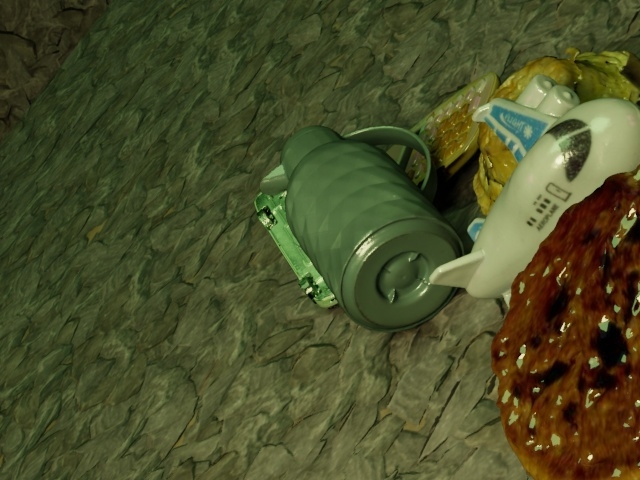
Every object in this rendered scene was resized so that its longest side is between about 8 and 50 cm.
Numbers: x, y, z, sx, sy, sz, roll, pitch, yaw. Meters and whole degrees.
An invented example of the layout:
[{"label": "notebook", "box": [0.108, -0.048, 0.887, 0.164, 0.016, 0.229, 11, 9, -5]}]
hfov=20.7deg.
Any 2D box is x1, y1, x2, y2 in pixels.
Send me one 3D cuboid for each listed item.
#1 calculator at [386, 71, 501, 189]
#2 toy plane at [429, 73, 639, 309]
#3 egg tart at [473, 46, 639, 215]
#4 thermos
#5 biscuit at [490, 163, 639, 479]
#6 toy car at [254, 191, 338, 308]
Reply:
[{"label": "calculator", "box": [0.133, -0.104, 2.024, 0.236, 0.033, 0.157, -38, 22, 48]}, {"label": "toy plane", "box": [0.220, -0.034, 1.683, 0.267, 0.123, 0.266, -9, 78, 50]}, {"label": "egg tart", "box": [0.244, -0.116, 1.834, 0.241, 0.106, 0.241, -36, 29, 24]}, {"label": "thermos", "box": [0.051, -0.039, 1.911, 0.182, 0.145, 0.286, -27, 38, -4]}, {"label": "biscuit", "box": [0.282, 0.069, 1.481, 0.334, 0.081, 0.289, -41, 40, 29]}, {"label": "toy car", "box": [0.000, 0.000, 2.068, 0.090, 0.076, 0.224, -37, 44, 4]}]
